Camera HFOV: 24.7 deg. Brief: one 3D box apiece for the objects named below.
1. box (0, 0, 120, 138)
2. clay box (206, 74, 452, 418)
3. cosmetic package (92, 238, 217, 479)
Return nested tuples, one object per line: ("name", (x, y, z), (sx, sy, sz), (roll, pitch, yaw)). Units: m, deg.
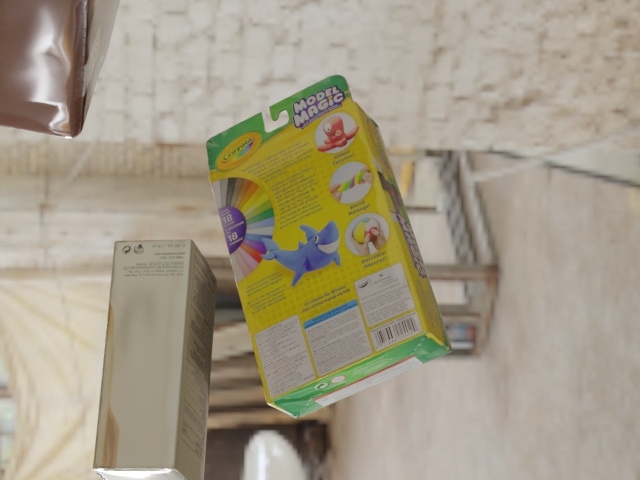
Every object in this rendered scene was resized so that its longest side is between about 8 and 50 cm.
("box", (-0.310, -0.194, 0.863), (0.191, 0.381, 0.143), (-86, 7, -47))
("clay box", (0.000, 0.000, 1.044), (0.053, 0.127, 0.222), (39, -149, -56))
("cosmetic package", (-0.079, 0.062, 0.705), (0.060, 0.041, 0.115), (70, -160, -64))
